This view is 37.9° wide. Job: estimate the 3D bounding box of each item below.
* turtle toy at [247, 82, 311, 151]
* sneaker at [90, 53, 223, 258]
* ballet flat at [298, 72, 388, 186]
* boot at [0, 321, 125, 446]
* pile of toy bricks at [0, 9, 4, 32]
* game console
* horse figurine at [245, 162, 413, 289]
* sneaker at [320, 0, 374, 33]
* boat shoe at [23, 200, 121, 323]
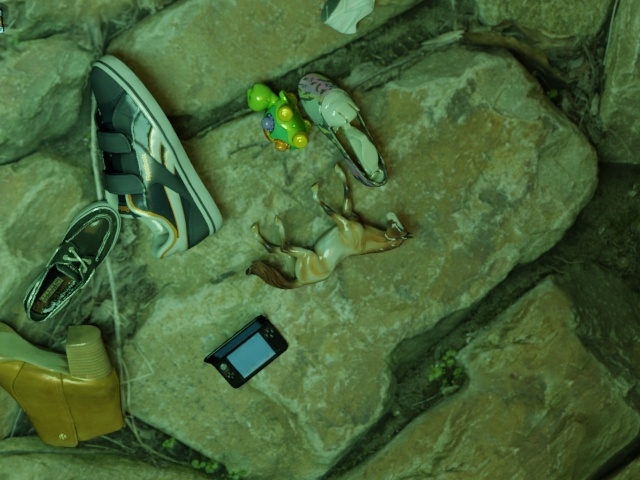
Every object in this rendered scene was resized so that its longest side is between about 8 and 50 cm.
[{"bbox_3d":[-0.065,-0.194,1.474,0.066,0.095,0.130,-25,110,15],"label":"turtle toy"},{"bbox_3d":[-0.273,-0.115,1.404,0.127,0.126,0.321,-37,113,-20],"label":"sneaker"},{"bbox_3d":[0.047,-0.177,1.507,0.077,0.079,0.221,-39,111,-12],"label":"ballet flat"},{"bbox_3d":[-0.466,0.237,1.475,0.295,0.104,0.211,-1,121,-1],"label":"boot"},{"bbox_3d":[-0.510,-0.331,1.300,0.118,0.105,0.212,-6,106,-14],"label":"pile of toy bricks"},{"bbox_3d":[-0.123,0.188,1.564,0.122,0.071,0.107,-38,111,-2],"label":"game console"},{"bbox_3d":[0.000,0.000,1.549,0.263,0.066,0.174,-37,109,-3],"label":"horse figurine"},{"bbox_3d":[0.063,-0.395,1.472,0.061,0.053,0.152,29,102,-29],"label":"sneaker"},{"bbox_3d":[-0.382,0.038,1.453,0.078,0.070,0.219,34,94,-21],"label":"boat shoe"}]
